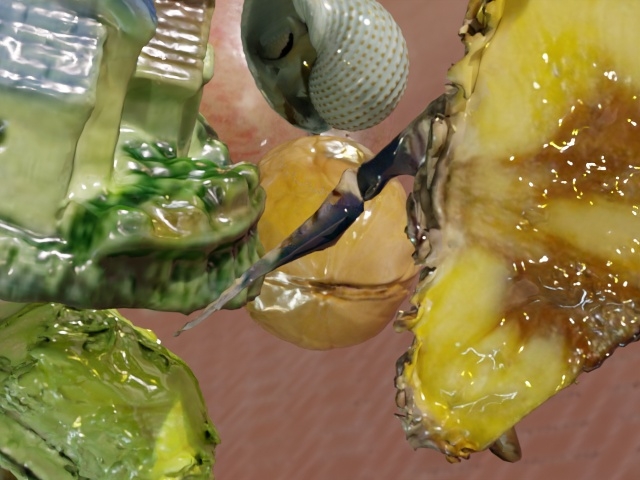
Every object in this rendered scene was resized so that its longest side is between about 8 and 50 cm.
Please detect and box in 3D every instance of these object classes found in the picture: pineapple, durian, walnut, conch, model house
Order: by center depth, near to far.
[{"bbox_3d":[0.112,-0.055,0.659,0.334,0.158,0.161,-50,6,17],"label":"pineapple"},{"bbox_3d":[-0.101,-0.088,0.686,0.214,0.195,0.189,-100,22,-72],"label":"model house"},{"bbox_3d":[0.004,-0.091,0.750,0.076,0.085,0.056,-8,16,39],"label":"conch"},{"bbox_3d":[-0.123,0.095,0.866,0.107,0.375,0.132,-52,16,-2],"label":"durian"},{"bbox_3d":[0.000,0.000,1.237,0.159,0.159,0.207,-39,22,11],"label":"walnut"}]

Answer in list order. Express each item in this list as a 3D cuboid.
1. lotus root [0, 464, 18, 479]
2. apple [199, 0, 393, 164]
[{"bbox_3d":[-0.283,0.122,1.464,0.111,0.391,0.375,-6,19,-23],"label":"lotus root"},{"bbox_3d":[-0.069,-0.123,1.593,0.269,0.345,0.345,21,56,25],"label":"apple"}]
